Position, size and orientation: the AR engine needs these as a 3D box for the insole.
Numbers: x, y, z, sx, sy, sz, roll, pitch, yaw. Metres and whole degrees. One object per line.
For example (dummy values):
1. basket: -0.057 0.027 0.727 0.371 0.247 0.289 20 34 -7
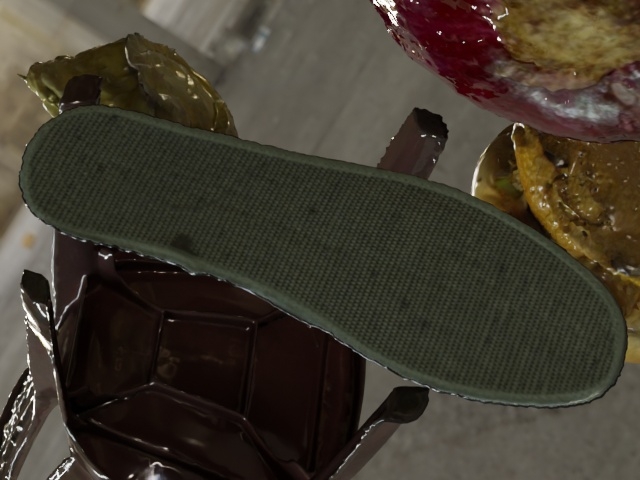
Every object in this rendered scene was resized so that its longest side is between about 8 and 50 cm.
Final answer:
1. insole: 0.000 0.000 0.579 0.003 0.232 0.080 93 -161 -61

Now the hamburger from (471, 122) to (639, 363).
1. hamburger: 0.293 -0.018 1.572 0.314 0.290 0.170 -19 -29 -45

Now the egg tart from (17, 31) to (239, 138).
1. egg tart: -0.146 -0.109 1.433 0.098 0.252 0.232 -48 41 17

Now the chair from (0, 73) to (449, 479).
1. chair: -0.073 0.073 0.833 0.326 0.183 0.176 115 164 -57

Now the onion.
1. onion: 0.120 -0.142 0.721 0.206 0.207 0.216 -17 41 36
